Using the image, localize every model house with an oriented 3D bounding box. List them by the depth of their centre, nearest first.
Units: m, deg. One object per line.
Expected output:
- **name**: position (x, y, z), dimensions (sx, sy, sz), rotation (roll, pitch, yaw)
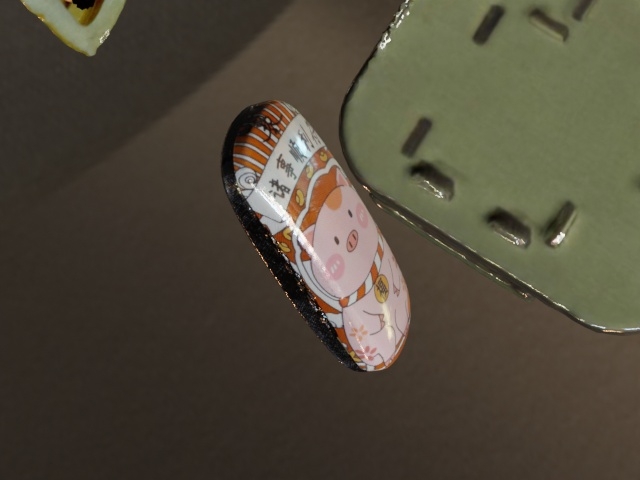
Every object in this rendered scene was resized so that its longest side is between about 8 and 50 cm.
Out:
- **model house**: position (0.145, -0.068, 1.034), dimensions (0.218, 0.279, 0.205), rotation (34, -90, 5)
- **model house**: position (-0.342, -0.379, 1.993), dimensions (0.173, 0.268, 0.239), rotation (-11, -145, -36)

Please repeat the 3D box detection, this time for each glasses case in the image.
- **glasses case**: position (0.000, 0.000, 1.411), dimensions (0.067, 0.266, 0.103), rotation (-10, -141, 32)
